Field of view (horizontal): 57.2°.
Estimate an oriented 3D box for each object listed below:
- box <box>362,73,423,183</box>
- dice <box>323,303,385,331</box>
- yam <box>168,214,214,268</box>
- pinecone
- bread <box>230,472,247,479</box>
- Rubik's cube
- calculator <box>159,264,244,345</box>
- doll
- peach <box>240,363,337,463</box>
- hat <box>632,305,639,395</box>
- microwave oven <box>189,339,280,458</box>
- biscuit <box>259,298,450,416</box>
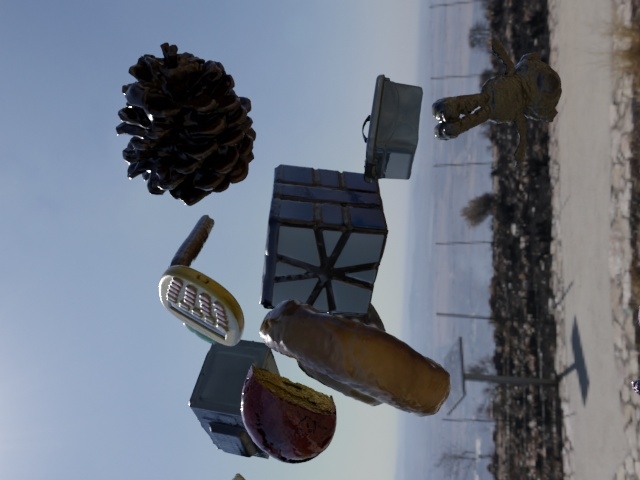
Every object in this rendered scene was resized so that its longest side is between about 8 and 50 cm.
[{"bbox_3d":[0.161,-0.253,1.358,0.162,0.130,0.227,86,-167,-64],"label":"box"},{"bbox_3d":[0.073,0.271,1.773,0.183,0.181,0.182,59,155,5],"label":"dice"},{"bbox_3d":[-0.287,0.010,1.323,0.264,0.046,0.046,-81,-9,-65],"label":"yam"},{"bbox_3d":[-0.227,-0.199,0.990,0.243,0.244,0.257,-66,-29,-69],"label":"pinecone"},{"bbox_3d":[-0.229,0.757,1.691,0.152,0.127,0.147,54,179,16],"label":"bread"},{"bbox_3d":[0.000,0.000,1.501,0.283,0.289,0.293,-94,10,-57],"label":"Rubik's cube"},{"bbox_3d":[-0.182,0.106,0.904,0.032,0.146,0.235,-58,-4,-28],"label":"calculator"},{"bbox_3d":[0.300,-0.242,0.978,0.091,0.286,0.202,-18,69,58],"label":"doll"},{"bbox_3d":[-0.051,0.266,0.886,0.172,0.127,0.092,51,-169,-24],"label":"peach"},{"bbox_3d":[0.691,0.227,1.192,0.140,0.129,0.227,-25,-51,-55],"label":"hat"},{"bbox_3d":[-0.222,0.431,1.599,0.295,0.181,0.237,81,-159,-50],"label":"microwave oven"},{"bbox_3d":[0.057,0.170,0.796,0.213,0.274,0.091,1,63,62],"label":"biscuit"}]
